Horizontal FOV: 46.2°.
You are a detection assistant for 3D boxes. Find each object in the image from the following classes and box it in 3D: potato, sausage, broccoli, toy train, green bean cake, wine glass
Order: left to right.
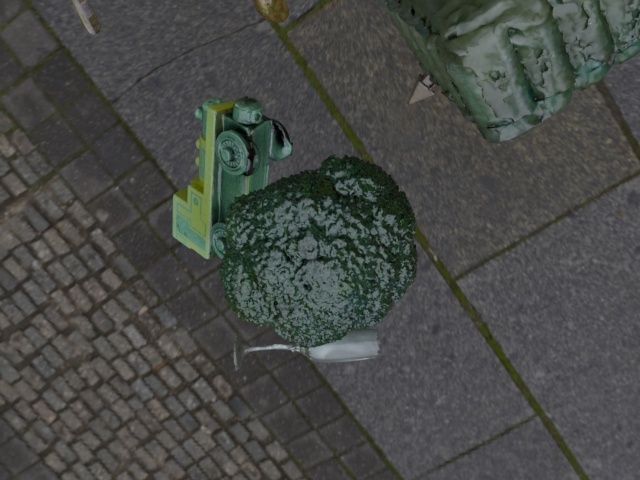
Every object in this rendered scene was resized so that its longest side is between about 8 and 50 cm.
[{"bbox_3d":[-0.481,-0.486,1.482,0.033,0.269,0.032,0,71,1],"label":"sausage"},{"bbox_3d":[-0.182,-0.124,1.474,0.237,0.150,0.369,32,129,32],"label":"toy train"},{"bbox_3d":[-0.075,-0.350,1.116,0.045,0.092,0.046,15,85,18],"label":"potato"},{"bbox_3d":[-0.018,0.187,1.321,0.262,0.074,0.074,-3,110,3],"label":"wine glass"},{"bbox_3d":[0.000,0.000,1.093,0.298,0.297,0.297,-5,121,-8],"label":"broccoli"},{"bbox_3d":[0.205,-0.246,0.735,0.255,0.241,0.132,-33,125,11],"label":"green bean cake"}]

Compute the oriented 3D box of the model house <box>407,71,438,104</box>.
[{"bbox_3d":[0.266,-0.388,1.599,0.181,0.176,0.248,35,121,-15],"label":"model house"}]
